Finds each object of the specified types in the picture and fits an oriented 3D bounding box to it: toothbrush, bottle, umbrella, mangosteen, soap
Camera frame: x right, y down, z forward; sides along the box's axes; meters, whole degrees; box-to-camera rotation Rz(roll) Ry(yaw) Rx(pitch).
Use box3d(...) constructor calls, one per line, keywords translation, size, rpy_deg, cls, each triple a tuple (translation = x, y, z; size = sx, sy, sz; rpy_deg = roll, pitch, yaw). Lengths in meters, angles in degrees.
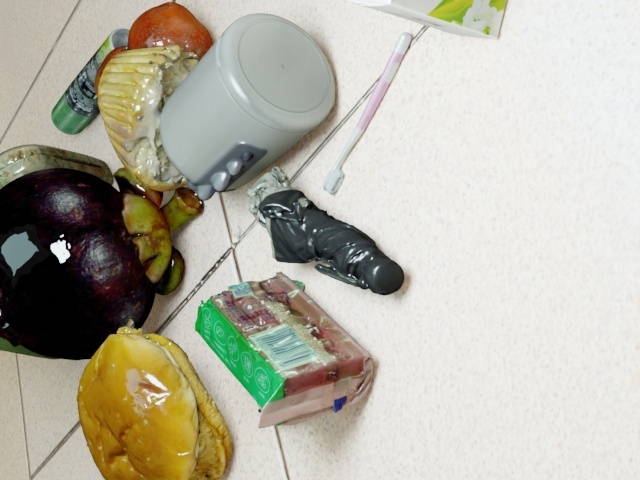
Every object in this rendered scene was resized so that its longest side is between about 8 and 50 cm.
box3d(translation=(0.072, -0.190, 1.672), size=(0.025, 0.020, 0.286), rpy_deg=(49, 123, 38), cls="toothbrush")
box3d(translation=(-0.505, -0.351, 2.456), size=(0.330, 0.093, 0.093), rpy_deg=(-35, 55, 45), cls="bottle")
box3d(translation=(-0.004, -0.003, 1.656), size=(0.357, 0.106, 0.113), rpy_deg=(36, 155, 50), cls="umbrella")
box3d(translation=(-0.440, 0.018, 2.043), size=(0.382, 0.435, 0.382), rpy_deg=(37, 153, 22), cls="mangosteen")
box3d(translation=(-0.061, 0.158, 1.633), size=(0.273, 0.217, 0.098), rpy_deg=(40, 131, 46), cls="soap")

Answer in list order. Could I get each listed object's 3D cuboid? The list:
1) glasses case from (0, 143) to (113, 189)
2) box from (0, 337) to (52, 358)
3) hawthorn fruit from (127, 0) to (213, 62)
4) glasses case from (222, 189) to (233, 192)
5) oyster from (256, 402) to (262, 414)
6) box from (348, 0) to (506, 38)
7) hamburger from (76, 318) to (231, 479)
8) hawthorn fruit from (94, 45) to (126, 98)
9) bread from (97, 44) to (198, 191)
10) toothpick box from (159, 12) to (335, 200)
box3d(translation=(-0.563, -0.124, 2.255), size=(0.156, 0.425, 0.098), rpy_deg=(-28, 83, 10), cls="glasses case")
box3d(translation=(-0.636, 0.083, 2.425), size=(0.329, 0.252, 0.178), rpy_deg=(-64, 30, 21), cls="box")
box3d(translation=(-0.294, -0.432, 2.137), size=(0.165, 0.165, 0.285), rpy_deg=(-41, 44, 43), cls="hawthorn fruit")
box3d(translation=(-0.172, -0.185, 1.995), size=(0.072, 0.042, 0.191), rpy_deg=(-2, 82, 62), cls="glasses case")
box3d(translation=(-0.063, 0.236, 1.741), size=(0.148, 0.051, 0.103), rpy_deg=(-103, 35, -52), cls="oyster")
box3d(translation=(0.164, -0.416, 1.438), size=(0.111, 0.194, 0.260), rpy_deg=(19, 99, 55), cls="box")
box3d(translation=(-0.300, 0.304, 1.897), size=(0.314, 0.170, 0.290), rpy_deg=(58, 134, 17), cls="hamburger")
box3d(translation=(-0.402, -0.304, 2.267), size=(0.203, 0.162, 0.163), rpy_deg=(132, 136, -61), cls="hawthorn fruit")
box3d(translation=(-0.298, -0.224, 1.981), size=(0.149, 0.274, 0.274), rpy_deg=(9, 91, 24), cls="bread")
box3d(translation=(-0.140, -0.200, 1.806), size=(0.316, 0.229, 0.229), rpy_deg=(-37, 54, 48), cls="toothpick box")
